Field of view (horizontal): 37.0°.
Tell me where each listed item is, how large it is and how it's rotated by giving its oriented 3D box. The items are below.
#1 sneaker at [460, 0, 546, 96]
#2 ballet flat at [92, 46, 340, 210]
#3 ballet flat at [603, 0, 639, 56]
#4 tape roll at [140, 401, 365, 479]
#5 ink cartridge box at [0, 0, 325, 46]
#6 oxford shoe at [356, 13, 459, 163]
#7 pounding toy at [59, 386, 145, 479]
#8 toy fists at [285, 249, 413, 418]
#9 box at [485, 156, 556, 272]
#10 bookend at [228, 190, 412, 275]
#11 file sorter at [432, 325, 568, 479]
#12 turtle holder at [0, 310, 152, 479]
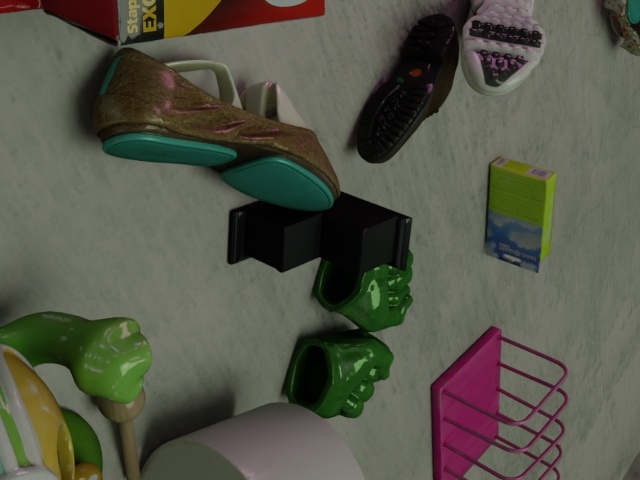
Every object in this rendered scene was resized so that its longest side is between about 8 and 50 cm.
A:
[{"bbox_3d":[0.236,-0.258,1.289,0.292,0.110,0.118,-72,176,-53],"label":"sneaker"},{"bbox_3d":[-0.094,-0.121,1.011,0.342,0.116,0.124,14,70,-48],"label":"ballet flat"},{"bbox_3d":[0.550,-0.410,1.714,0.091,0.077,0.241,-57,142,-15],"label":"ballet flat"},{"bbox_3d":[-0.082,0.334,1.155,0.169,0.246,0.246,-12,118,-50],"label":"tape roll"},{"bbox_3d":[-0.130,-0.314,0.708,0.272,0.130,0.309,-19,123,-36],"label":"ink cartridge box"},{"bbox_3d":[0.129,-0.185,1.282,0.227,0.083,0.096,-56,146,-15],"label":"oxford shoe"},{"bbox_3d":[-0.258,0.266,1.000,0.237,0.110,0.183,-29,131,-41],"label":"pounding toy"},{"bbox_3d":[0.054,0.122,1.344,0.142,0.096,0.279,4,104,-55],"label":"toy fists"},{"bbox_3d":[0.335,-0.043,1.609,0.042,0.109,0.178,-35,134,-40],"label":"box"},{"bbox_3d":[0.000,0.000,1.150,0.156,0.157,0.072,-23,125,-46],"label":"bookend"},{"bbox_3d":[0.339,0.354,1.773,0.202,0.182,0.290,-36,135,-36],"label":"file sorter"},{"bbox_3d":[-0.302,0.191,0.797,0.320,0.227,0.243,-10,116,-50],"label":"turtle holder"}]
